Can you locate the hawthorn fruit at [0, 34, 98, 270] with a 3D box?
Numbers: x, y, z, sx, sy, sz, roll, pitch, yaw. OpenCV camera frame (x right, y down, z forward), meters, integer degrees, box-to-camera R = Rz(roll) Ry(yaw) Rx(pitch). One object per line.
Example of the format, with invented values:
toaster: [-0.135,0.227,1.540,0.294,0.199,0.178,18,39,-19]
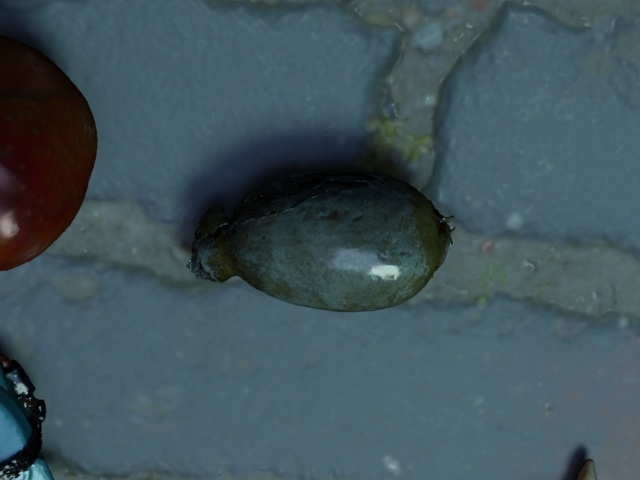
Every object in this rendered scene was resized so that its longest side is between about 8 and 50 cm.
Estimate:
hawthorn fruit: [-0.192,-0.046,0.844,0.132,0.138,0.133,-3,117,-7]

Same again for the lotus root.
lotus root: [0.000,-0.001,0.926,0.165,0.088,0.088,1,113,1]

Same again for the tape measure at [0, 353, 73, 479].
tape measure: [-0.237,0.133,0.939,0.146,0.081,0.125,-27,105,-14]

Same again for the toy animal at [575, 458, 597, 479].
toy animal: [0.100,0.237,1.047,0.185,0.104,0.184,3,84,8]
